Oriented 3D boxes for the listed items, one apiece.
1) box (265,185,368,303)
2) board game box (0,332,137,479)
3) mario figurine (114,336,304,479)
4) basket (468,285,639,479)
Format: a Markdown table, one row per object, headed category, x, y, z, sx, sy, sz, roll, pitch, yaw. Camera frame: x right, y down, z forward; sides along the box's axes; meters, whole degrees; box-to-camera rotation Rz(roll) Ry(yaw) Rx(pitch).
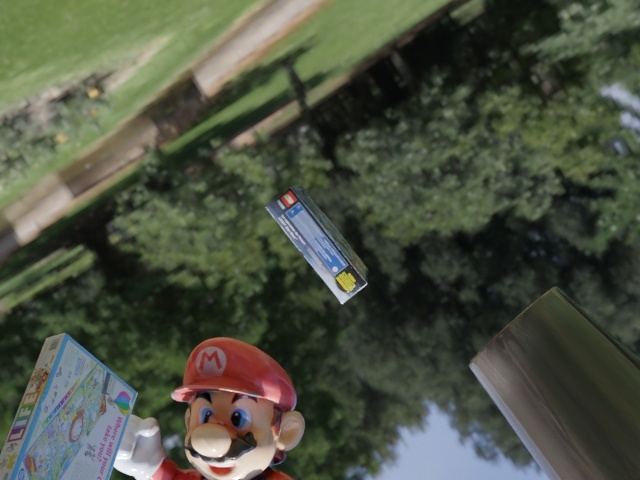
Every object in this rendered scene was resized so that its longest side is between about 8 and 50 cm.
| category | x | y | z | sx | sy | sz | roll | pitch | yaw |
| --- | --- | --- | --- | --- | --- | --- | --- | --- | --- |
| box | 0.000 | 0.000 | 0.977 | 0.027 | 0.094 | 0.137 | -38 | -179 | 4 |
| board game box | -0.224 | 0.174 | 1.087 | 0.026 | 0.103 | 0.154 | -16 | -137 | 32 |
| mario figurine | -0.096 | 0.254 | 1.181 | 0.198 | 0.321 | 0.170 | -1 | 178 | -22 |
| basket | 0.277 | 0.172 | 1.284 | 0.204 | 0.227 | 0.154 | -29 | 163 | -43 |
